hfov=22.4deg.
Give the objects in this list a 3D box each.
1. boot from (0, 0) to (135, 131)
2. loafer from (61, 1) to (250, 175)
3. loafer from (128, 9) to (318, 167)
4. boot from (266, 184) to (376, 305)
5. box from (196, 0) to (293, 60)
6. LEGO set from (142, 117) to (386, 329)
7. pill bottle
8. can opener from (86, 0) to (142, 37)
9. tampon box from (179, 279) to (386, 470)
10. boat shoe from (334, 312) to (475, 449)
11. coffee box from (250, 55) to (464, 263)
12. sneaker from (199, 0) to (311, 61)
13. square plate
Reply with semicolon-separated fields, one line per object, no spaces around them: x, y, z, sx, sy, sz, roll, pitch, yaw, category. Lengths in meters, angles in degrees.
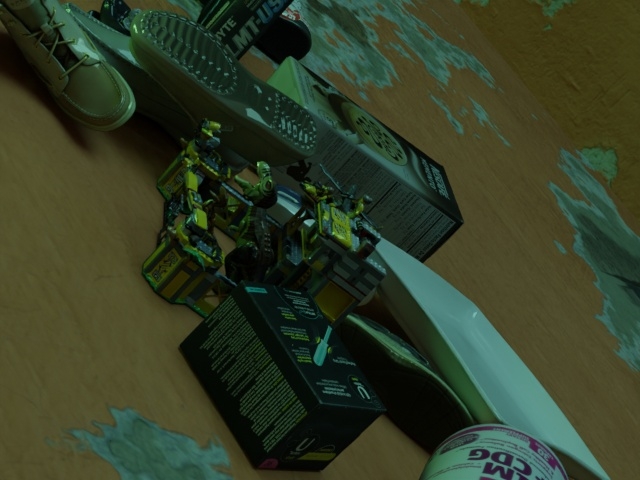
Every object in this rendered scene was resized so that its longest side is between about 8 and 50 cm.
-0.298;-0.224;1.786;0.213;0.077;0.165;47;-8;27;boot
-0.192;-0.203;1.988;0.319;0.111;0.112;33;20;-29;loafer
-0.127;-0.166;1.907;0.268;0.092;0.102;37;38;-19;loafer
0.000;0.000;2.014;0.190;0.069;0.086;42;22;0;boot
-0.072;-0.385;2.332;0.073;0.295;0.293;39;20;-12;box
-0.050;-0.027;1.785;0.255;0.192;0.331;40;19;-11;LEGO set
0.153;0.296;1.563;0.160;0.160;0.283;44;19;0;pill bottle
-0.221;-0.236;2.061;0.186;0.073;0.059;45;56;-24;can opener
-0.038;0.136;1.607;0.120;0.101;0.161;14;36;-54;tampon box
0.093;0.154;1.867;0.223;0.080;0.073;39;24;-2;boat shoe
0.043;-0.102;2.238;0.297;0.119;0.168;34;21;-25;coffee box
-0.126;-0.402;2.577;0.270;0.090;0.145;39;18;-24;sneaker
0.199;0.158;2.049;0.347;0.049;0.344;33;17;-52;square plate
